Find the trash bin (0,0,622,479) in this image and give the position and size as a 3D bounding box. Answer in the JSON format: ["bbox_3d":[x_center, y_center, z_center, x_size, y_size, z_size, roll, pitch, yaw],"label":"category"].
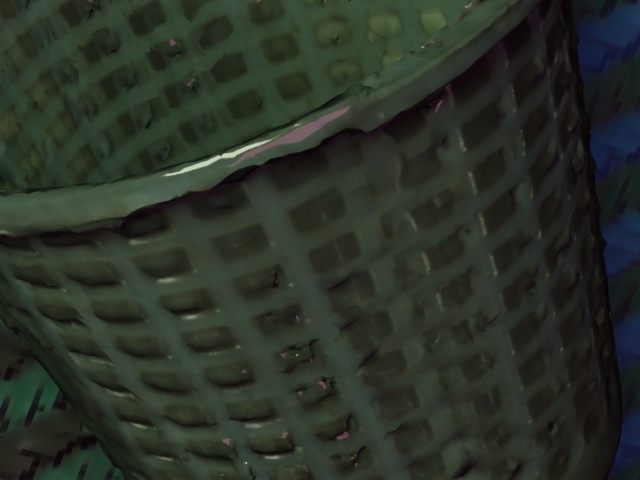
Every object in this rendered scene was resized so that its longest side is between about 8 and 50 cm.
[{"bbox_3d":[0.000,0.000,0.482,0.175,0.175,0.161,-28,123,-8],"label":"trash bin"}]
